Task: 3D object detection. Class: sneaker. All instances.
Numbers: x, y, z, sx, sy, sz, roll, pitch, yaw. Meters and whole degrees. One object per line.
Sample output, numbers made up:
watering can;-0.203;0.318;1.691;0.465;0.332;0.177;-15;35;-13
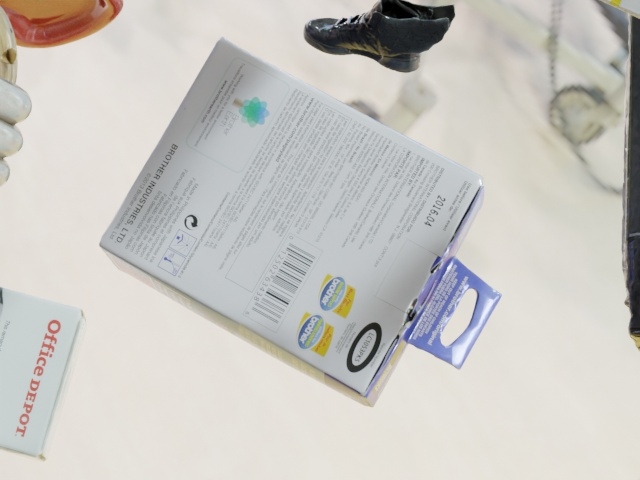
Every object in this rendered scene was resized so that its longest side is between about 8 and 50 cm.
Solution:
sneaker;0.064;-0.243;1.862;0.170;0.089;0.051;18;46;13

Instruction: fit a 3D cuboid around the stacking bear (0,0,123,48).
stacking bear;-0.260;-0.343;1.495;0.175;0.164;0.289;14;69;-54

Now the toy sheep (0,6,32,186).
toy sheep;-0.170;-0.044;0.691;0.091;0.132;0.091;33;5;-3

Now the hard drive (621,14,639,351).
hard drive;0.265;-0.068;1.171;0.237;0.064;0.339;38;53;-63

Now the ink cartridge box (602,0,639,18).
ink cartridge box;0.095;-0.184;0.746;0.209;0.109;0.062;29;15;16

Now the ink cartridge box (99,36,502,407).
ink cartridge box;0.000;0.000;1.797;0.395;0.151;0.270;29;83;10

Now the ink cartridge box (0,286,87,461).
ink cartridge box;-0.346;0.117;1.615;0.208;0.087;0.153;16;78;0
